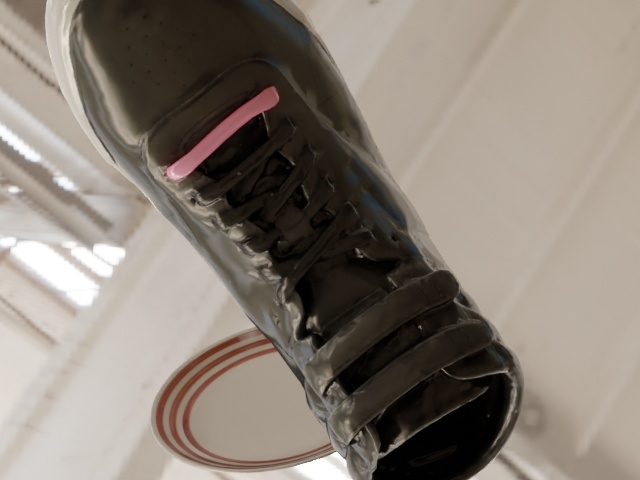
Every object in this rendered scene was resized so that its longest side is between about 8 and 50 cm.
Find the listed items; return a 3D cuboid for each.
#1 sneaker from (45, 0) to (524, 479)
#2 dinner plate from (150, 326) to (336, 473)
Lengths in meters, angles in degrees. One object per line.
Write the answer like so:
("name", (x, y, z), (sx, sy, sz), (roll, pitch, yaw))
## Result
("sneaker", (0.000, 0.000, 0.726), (0.104, 0.147, 0.296), (-37, -47, 1))
("dinner plate", (-0.020, 0.084, 0.928), (0.141, 0.141, 0.017), (-30, -59, -31))
